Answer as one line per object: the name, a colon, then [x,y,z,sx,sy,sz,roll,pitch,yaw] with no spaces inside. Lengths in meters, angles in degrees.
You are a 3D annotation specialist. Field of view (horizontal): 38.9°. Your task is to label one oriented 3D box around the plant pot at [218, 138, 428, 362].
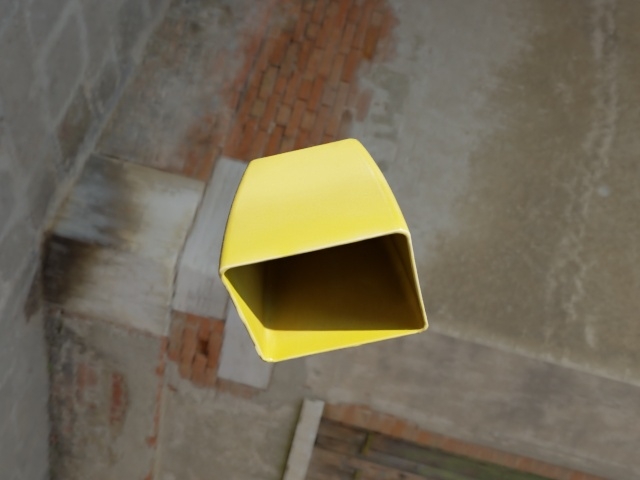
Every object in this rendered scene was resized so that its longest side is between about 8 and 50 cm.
plant pot: [0.000,0.000,1.106,0.212,0.212,0.187,72,8,-52]
